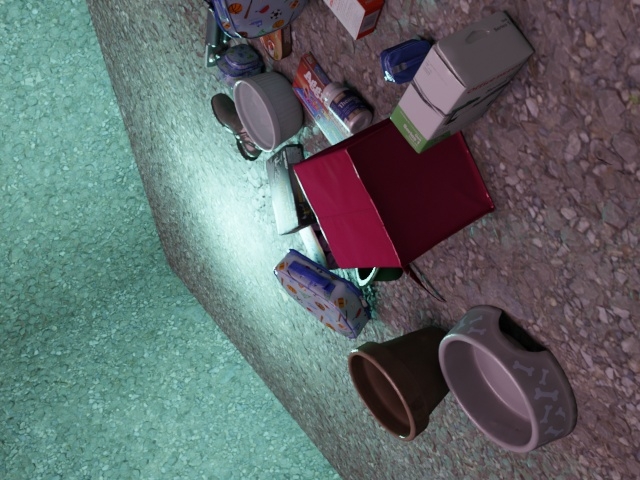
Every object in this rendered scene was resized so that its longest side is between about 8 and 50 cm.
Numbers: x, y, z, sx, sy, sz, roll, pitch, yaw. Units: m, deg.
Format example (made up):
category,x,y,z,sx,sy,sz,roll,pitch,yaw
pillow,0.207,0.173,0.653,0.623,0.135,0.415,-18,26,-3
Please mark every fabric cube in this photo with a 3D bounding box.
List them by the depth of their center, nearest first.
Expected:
category,x,y,z,sx,sy,sz,roll,pitch,yaw
fabric cube,0.144,-0.106,1.529,0.258,0.254,0.259,-7,110,65

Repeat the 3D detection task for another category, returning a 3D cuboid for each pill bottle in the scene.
category,x,y,z,sx,sy,sz,roll,pitch,yaw
pill bottle,0.059,-0.306,1.715,0.120,0.067,0.067,51,156,21

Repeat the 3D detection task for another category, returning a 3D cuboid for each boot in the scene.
category,x,y,z,sx,sy,sz,roll,pitch,yaw
boot,-0.228,-0.372,2.275,0.247,0.083,0.161,57,147,4

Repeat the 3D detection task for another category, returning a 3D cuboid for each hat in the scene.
category,x,y,z,sx,sy,sz,roll,pitch,yaw
hat,0.204,0.063,1.910,0.173,0.183,0.209,135,146,-61

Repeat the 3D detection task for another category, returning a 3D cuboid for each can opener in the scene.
category,x,y,z,sx,sy,sz,roll,pitch,yaw
can opener,-0.301,-0.601,2.125,0.095,0.076,0.283,53,156,17

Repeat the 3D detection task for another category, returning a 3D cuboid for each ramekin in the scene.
category,x,y,z,sx,sy,sz,roll,pitch,yaw
ramekin,-0.136,-0.354,2.024,0.207,0.109,0.207,47,154,32

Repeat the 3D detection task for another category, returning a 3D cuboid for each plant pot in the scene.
category,x,y,z,sx,sy,sz,roll,pitch,yaw
plant pot,0.234,0.335,1.900,0.263,0.229,0.263,48,155,30

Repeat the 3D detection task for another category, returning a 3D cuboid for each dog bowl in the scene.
category,x,y,z,sx,sy,sz,roll,pitch,yaw
dog bowl,0.403,0.320,1.688,0.349,0.102,0.349,47,155,30

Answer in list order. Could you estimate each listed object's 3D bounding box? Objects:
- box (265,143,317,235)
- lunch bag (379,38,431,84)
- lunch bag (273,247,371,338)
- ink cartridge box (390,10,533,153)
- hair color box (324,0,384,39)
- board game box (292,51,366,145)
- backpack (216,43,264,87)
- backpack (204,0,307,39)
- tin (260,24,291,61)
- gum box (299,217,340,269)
category,x,y,z,sx,sy,sz,roll,pitch,yaw
box,-0.087,-0.142,2.151,0.183,0.056,0.231,160,101,-66
lunch bag,0.167,-0.335,1.409,0.065,0.098,0.067,-124,11,-66
lunch bag,0.011,0.152,2.209,0.303,0.115,0.243,28,159,35
ink cartridge box,0.232,-0.262,1.266,0.093,0.160,0.219,55,158,10
hair color box,0.052,-0.500,1.513,0.167,0.053,0.093,54,159,14
board game box,0.027,-0.309,1.836,0.281,0.027,0.145,56,156,13
backpack,-0.225,-0.479,2.056,0.105,0.114,0.084,49,156,28
backpack,-0.139,-0.559,1.602,0.263,0.276,0.213,83,167,-74
tin,-0.113,-0.532,1.856,0.106,0.040,0.190,51,157,32
gum box,0.000,0.000,2.222,0.107,0.062,0.189,4,121,65
